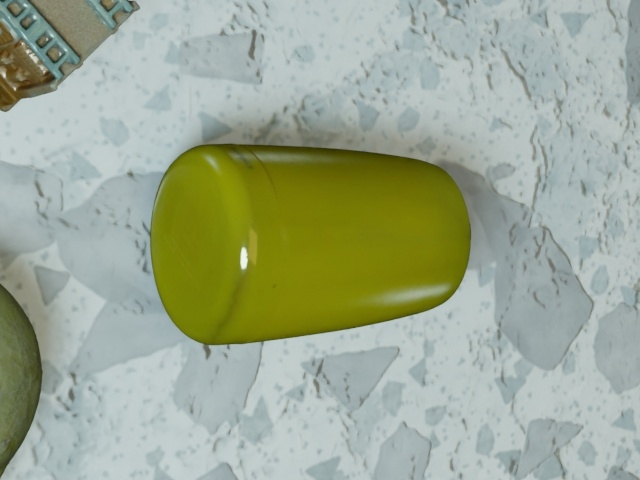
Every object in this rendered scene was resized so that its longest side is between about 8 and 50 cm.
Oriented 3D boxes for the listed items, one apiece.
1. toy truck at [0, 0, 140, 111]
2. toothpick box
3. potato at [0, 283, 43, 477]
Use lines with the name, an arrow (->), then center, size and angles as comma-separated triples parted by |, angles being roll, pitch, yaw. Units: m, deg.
toy truck -> -0.289, -0.254, 1.251 | 0.136, 0.162, 0.305 | -48, 114, -19
toothpick box -> 0.000, 0.000, 1.430 | 0.271, 0.175, 0.174 | -2, 94, -33
potato -> -0.317, 0.129, 1.266 | 0.178, 0.160, 0.235 | 8, 106, 7
